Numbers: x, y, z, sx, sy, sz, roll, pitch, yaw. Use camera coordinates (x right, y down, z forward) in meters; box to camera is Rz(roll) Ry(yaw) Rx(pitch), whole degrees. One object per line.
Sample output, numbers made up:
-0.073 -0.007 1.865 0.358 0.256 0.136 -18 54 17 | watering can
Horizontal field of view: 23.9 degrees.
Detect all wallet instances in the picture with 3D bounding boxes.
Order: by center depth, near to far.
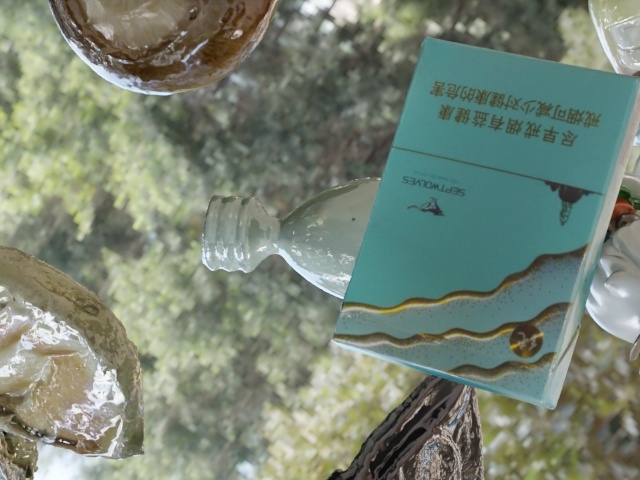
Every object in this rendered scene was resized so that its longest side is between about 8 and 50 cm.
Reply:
0.051 0.268 1.288 0.041 0.247 0.323 20 -132 34 | wallet

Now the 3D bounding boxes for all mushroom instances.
-0.139 -0.286 1.435 0.278 0.297 0.163 16 -169 41 | mushroom

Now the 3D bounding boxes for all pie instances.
-0.311 0.105 1.350 0.337 0.337 0.075 32 -135 -4 | pie

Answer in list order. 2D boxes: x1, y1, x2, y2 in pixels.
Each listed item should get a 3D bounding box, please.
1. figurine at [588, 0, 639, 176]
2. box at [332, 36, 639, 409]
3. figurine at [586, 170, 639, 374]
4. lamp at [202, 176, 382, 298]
0.386 -0.144 1.661 0.274 0.226 0.394 -115 2 -82 | figurine
0.115 -0.016 1.041 0.162 0.229 0.041 14 173 26 | box
0.233 0.037 1.146 0.132 0.132 0.154 12 -151 -32 | figurine
0.000 0.000 1.228 0.193 0.106 0.106 2 -148 7 | lamp
